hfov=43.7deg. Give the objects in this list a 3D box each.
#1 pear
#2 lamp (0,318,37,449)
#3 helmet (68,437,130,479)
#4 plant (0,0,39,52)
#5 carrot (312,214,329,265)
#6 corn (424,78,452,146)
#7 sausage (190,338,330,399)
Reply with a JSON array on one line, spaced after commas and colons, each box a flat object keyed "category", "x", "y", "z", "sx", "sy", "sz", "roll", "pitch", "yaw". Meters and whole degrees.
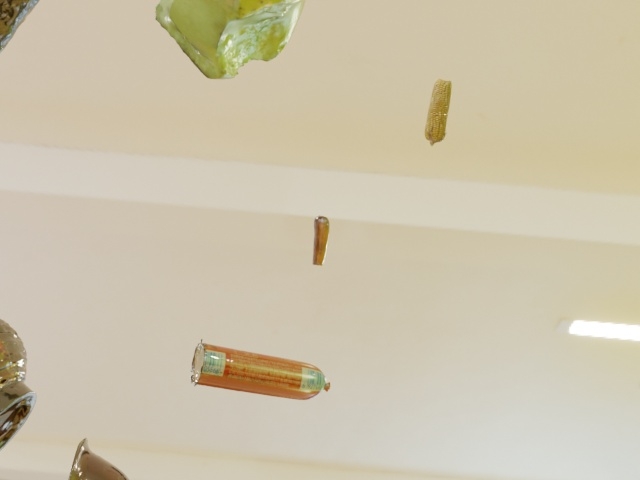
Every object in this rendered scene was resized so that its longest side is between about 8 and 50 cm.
[{"category": "pear", "x": -0.107, "y": -0.428, "z": 1.328, "sx": 0.176, "sy": 0.286, "sz": 0.282, "roll": 48, "pitch": -39, "yaw": 2}, {"category": "lamp", "x": -0.529, "y": 0.203, "z": 1.121, "sx": 0.246, "sy": 0.247, "sz": 0.247, "roll": 3, "pitch": -35, "yaw": 2}, {"category": "helmet", "x": -0.281, "y": 0.342, "z": 1.003, "sx": 0.106, "sy": 0.175, "sz": 0.155, "roll": 16, "pitch": 5, "yaw": -9}, {"category": "plant", "x": -0.629, "y": -0.388, "z": 1.377, "sx": 0.320, "sy": 0.182, "sz": 0.194, "roll": -37, "pitch": -38, "yaw": 9}, {"category": "carrot", "x": 0.000, "y": 0.000, "z": 1.475, "sx": 0.032, "sy": 0.093, "sz": 0.032, "roll": 5, "pitch": -1, "yaw": 0}, {"category": "corn", "x": 0.147, "y": -0.157, "z": 0.987, "sx": 0.028, "sy": 0.027, "sz": 0.083, "roll": 7, "pitch": -77, "yaw": -14}, {"category": "sausage", "x": -0.097, "y": 0.240, "z": 1.411, "sx": 0.263, "sy": 0.083, "sz": 0.083, "roll": 15, "pitch": -35, "yaw": -25}]
